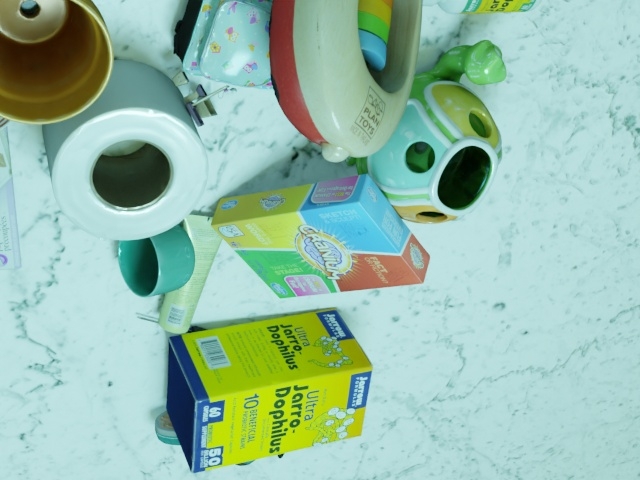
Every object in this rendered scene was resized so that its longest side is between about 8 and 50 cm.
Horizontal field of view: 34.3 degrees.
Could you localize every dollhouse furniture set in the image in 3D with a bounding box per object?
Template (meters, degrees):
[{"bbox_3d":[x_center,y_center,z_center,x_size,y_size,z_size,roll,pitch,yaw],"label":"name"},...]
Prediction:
[{"bbox_3d":[-0.176,-0.246,1.692,0.081,0.114,0.091,-28,95,8],"label":"dollhouse furniture set"}]

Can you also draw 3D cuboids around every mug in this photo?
[{"bbox_3d":[-0.279,0.016,1.823,0.097,0.129,0.157,-12,125,-43],"label":"mug"}]

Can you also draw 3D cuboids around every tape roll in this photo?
[{"bbox_3d":[-0.315,-0.145,1.663,0.246,0.169,0.246,-10,129,-13],"label":"tape roll"}]

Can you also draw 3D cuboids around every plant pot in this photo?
[{"bbox_3d":[-0.408,-0.299,1.470,0.205,0.188,0.205,-10,129,-13],"label":"plant pot"}]

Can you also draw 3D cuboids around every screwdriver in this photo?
[{"bbox_3d":[-0.279,0.165,2.007,0.170,0.025,0.024,21,116,-27],"label":"screwdriver"}]

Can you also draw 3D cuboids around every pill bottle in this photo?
[{"bbox_3d":[0.255,-0.431,1.701,0.209,0.117,0.117,-5,127,-17],"label":"pill bottle"}]

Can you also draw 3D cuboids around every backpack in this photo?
[{"bbox_3d":[-0.116,-0.321,1.629,0.188,0.144,0.165,6,117,-31],"label":"backpack"}]

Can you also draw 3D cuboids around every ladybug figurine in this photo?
[{"bbox_3d":[0.033,-0.327,1.551,0.162,0.449,0.305,-1,157,29],"label":"ladybug figurine"}]

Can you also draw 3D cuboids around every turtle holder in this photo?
[{"bbox_3d":[0.219,-0.171,1.801,0.320,0.227,0.243,-42,124,-1],"label":"turtle holder"}]

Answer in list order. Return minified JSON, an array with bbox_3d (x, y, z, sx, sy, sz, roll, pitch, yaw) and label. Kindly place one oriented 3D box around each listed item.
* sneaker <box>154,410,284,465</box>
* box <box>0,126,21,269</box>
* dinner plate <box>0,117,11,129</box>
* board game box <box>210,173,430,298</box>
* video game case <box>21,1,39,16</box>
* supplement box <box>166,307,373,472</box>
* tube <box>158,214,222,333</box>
[{"bbox_3d":[-0.195,0.412,2.138,0.302,0.108,0.121,3,114,-21],"label":"sneaker"},{"bbox_3d":[-0.532,-0.097,1.684,0.063,0.067,0.323,-6,126,-16],"label":"box"},{"bbox_3d":[-0.519,-0.225,1.557,0.141,0.017,0.141,0,90,-16],"label":"dinner plate"},{"bbox_3d":[0.000,0.000,1.847,0.317,0.064,0.242,-8,139,34],"label":"board game box"},{"bbox_3d":[-0.499,-0.324,1.555,0.191,0.022,0.173,-8,128,-14],"label":"video game case"},{"bbox_3d":[-0.104,0.288,2.031,0.357,0.195,0.194,-9,127,-22],"label":"supplement box"},{"bbox_3d":[-0.240,0.058,1.922,0.062,0.070,0.240,26,115,12],"label":"tube"}]
